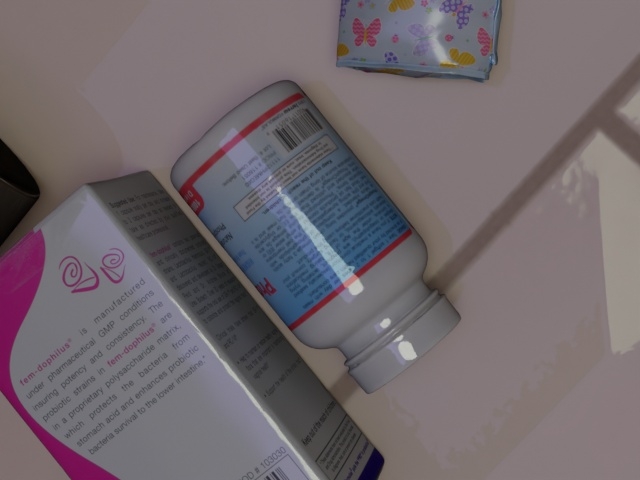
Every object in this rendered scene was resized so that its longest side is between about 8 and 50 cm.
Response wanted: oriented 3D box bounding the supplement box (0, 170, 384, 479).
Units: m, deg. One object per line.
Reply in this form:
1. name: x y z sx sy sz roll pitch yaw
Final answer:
1. supplement box: -0.081 0.082 0.738 0.111 0.114 0.220 -39 90 13

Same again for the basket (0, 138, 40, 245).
1. basket: -0.276 0.014 0.738 0.154 0.204 0.227 44 93 15

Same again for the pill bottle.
1. pill bottle: 0.000 0.000 0.726 0.087 0.087 0.160 -39 88 12

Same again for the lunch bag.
1. lunch bag: 0.055 -0.121 0.720 0.083 0.053 0.071 6 96 19
